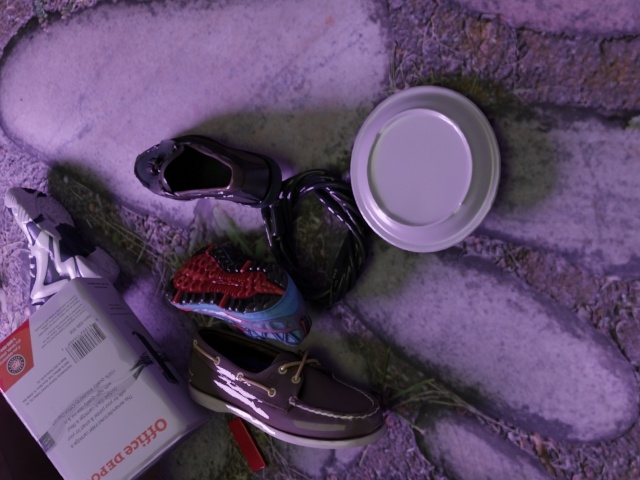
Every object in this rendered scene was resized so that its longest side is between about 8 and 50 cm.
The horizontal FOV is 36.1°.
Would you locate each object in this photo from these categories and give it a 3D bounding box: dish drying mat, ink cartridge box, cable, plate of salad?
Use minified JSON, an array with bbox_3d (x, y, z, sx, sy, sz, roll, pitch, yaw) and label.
[{"bbox_3d":[-0.109,0.302,1.456,0.032,0.008,0.083,-34,83,35],"label":"dish drying mat"},{"bbox_3d":[-0.321,0.218,1.420,0.197,0.114,0.273,-40,79,8],"label":"ink cartridge box"},{"bbox_3d":[0.000,0.000,1.294,0.150,0.047,0.185,-14,91,30],"label":"cable"},{"bbox_3d":[0.127,-0.086,1.182,0.199,0.048,0.200,1,91,32],"label":"plate of salad"}]

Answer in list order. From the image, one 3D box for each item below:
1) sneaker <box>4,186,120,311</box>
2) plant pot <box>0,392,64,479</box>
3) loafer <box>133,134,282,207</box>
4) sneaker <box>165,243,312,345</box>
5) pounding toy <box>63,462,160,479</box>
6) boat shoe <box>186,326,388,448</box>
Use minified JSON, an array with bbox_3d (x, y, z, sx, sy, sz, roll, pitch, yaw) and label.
[{"bbox_3d":[-0.437,0.035,1.556,0.235,0.094,0.153,40,112,8],"label":"sneaker"},{"bbox_3d":[-0.530,0.364,1.584,0.323,0.280,0.323,9,106,33],"label":"plant pot"},{"bbox_3d":[-0.173,-0.099,1.336,0.267,0.084,0.096,9,92,40],"label":"loafer"},{"bbox_3d":[-0.113,0.090,1.345,0.261,0.104,0.125,15,149,51],"label":"sneaker"},{"bbox_3d":[-0.346,0.273,1.544,0.181,0.094,0.206,5,97,21],"label":"pounding toy"},{"bbox_3d":[-0.054,0.194,1.331,0.324,0.116,0.097,12,111,37],"label":"boat shoe"}]
